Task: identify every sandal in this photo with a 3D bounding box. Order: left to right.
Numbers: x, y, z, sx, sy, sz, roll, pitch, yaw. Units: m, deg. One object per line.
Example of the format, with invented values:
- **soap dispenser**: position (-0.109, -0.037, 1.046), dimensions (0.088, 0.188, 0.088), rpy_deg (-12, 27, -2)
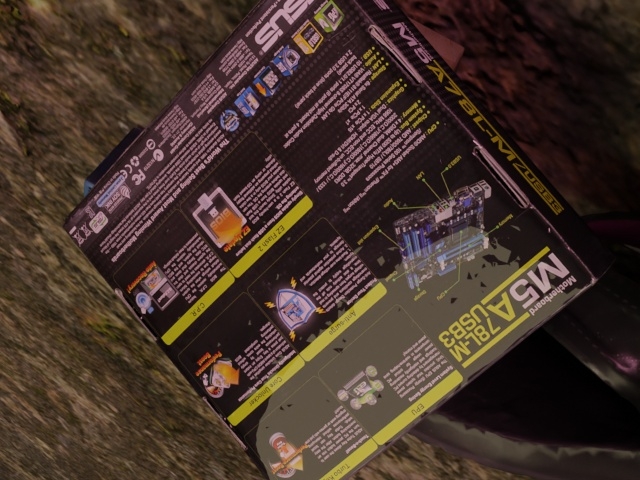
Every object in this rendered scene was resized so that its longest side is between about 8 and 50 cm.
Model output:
- **sandal**: position (0.201, 0.056, 0.591), dimensions (0.445, 0.167, 0.107), rpy_deg (15, 118, 22)

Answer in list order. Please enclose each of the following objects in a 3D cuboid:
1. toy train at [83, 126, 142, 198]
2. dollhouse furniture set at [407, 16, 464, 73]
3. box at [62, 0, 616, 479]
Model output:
- **toy train**: position (-0.079, 0.005, 0.847), dimensions (0.184, 0.080, 0.105), rpy_deg (29, 145, 10)
- **dollhouse furniture set**: position (-0.015, -0.093, 0.582), dimensions (0.144, 0.123, 0.151), rpy_deg (29, 151, 9)
- **box**: position (0.000, 0.000, 0.560), dimensions (0.184, 0.045, 0.190), rpy_deg (48, 117, 5)
